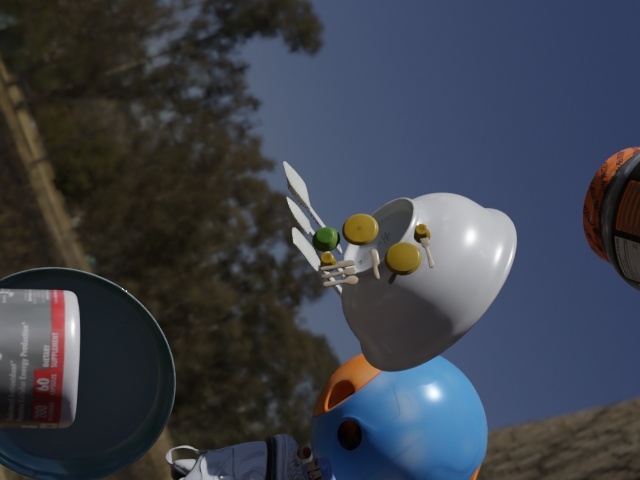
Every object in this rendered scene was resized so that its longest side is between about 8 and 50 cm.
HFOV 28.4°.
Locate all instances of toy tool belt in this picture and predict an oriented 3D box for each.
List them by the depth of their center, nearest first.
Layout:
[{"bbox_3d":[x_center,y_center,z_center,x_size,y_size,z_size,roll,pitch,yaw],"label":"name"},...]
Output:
[{"bbox_3d":[-0.001,0.334,1.832,0.051,0.052,0.083,-23,-93,49],"label":"toy tool belt"}]

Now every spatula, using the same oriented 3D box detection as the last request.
[{"bbox_3d":[0.000,0.000,1.973,0.242,0.019,0.168,51,20,-49],"label":"spatula"}]

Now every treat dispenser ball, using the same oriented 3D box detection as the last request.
[{"bbox_3d":[0.127,0.314,2.055,0.288,0.288,0.288,159,-90,-82],"label":"treat dispenser ball"}]

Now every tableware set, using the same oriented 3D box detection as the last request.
[{"bbox_3d":[0.069,0.011,1.648,0.024,0.154,0.104,73,6,-60],"label":"tableware set"}]

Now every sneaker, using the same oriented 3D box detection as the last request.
[{"bbox_3d":[-0.129,0.466,1.858,0.137,0.210,0.365,125,-35,-65],"label":"sneaker"}]

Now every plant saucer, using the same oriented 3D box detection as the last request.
[{"bbox_3d":[-0.356,0.184,1.753,0.043,0.318,0.317,-82,154,-74],"label":"plant saucer"}]

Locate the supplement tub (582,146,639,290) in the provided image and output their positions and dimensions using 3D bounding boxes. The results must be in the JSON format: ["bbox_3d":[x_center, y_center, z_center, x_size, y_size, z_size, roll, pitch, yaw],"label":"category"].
[{"bbox_3d":[0.461,-0.008,1.452,0.316,0.194,0.193,26,-42,57],"label":"supplement tub"}]

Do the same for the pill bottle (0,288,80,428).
[{"bbox_3d":[-0.422,0.133,1.438,0.161,0.283,0.161,-178,-90,-75],"label":"pill bottle"}]

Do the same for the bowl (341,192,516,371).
[{"bbox_3d":[0.127,0.032,1.829,0.134,0.298,0.298,42,3,-22],"label":"bowl"}]
